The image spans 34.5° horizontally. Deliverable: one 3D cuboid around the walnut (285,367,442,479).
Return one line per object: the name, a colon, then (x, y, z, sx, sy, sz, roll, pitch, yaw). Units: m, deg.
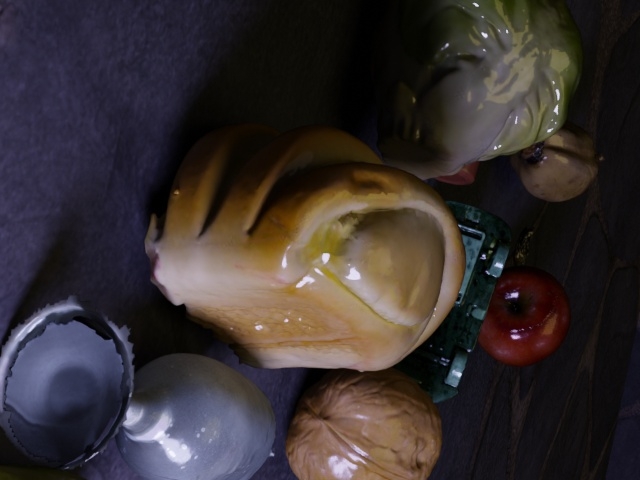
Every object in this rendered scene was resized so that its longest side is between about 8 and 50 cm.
walnut: (0.058, 0.251, 1.328, 0.226, 0.193, 0.193, 45, 63, -58)

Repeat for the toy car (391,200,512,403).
toy car: (0.179, 0.096, 1.538, 0.125, 0.136, 0.306, 77, 33, -76)

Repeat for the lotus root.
lotus root: (0.411, -0.151, 1.841, 0.257, 0.140, 0.154, 13, 61, -54)

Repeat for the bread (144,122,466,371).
bread: (0.000, 0.000, 1.046, 0.315, 0.270, 0.211, 45, 48, -51)

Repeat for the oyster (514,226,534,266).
oyster: (0.400, 0.010, 2.010, 0.083, 0.019, 0.054, -66, 150, -19)

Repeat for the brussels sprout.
brussels sprout: (0.198, -0.221, 1.312, 0.274, 0.243, 0.316, 11, 95, -55)

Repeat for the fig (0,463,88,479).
fig: (-0.235, 0.251, 0.859, 0.133, 0.126, 0.185, -49, 147, -20)

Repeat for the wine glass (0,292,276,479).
wine glass: (-0.151, 0.156, 0.951, 0.321, 0.143, 0.143, 38, 68, -60)

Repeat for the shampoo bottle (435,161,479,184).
shampoo bottle: (0.222, -0.205, 1.535, 0.085, 0.085, 0.244, 37, 67, -60)

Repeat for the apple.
apple: (0.354, 0.137, 1.820, 0.181, 0.181, 0.168, -62, 149, -25)
